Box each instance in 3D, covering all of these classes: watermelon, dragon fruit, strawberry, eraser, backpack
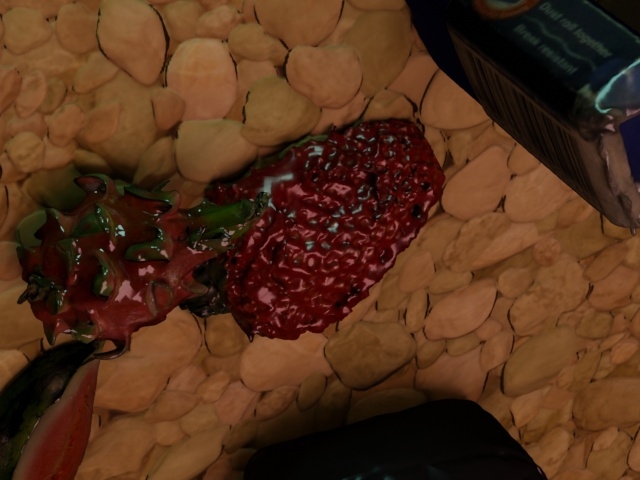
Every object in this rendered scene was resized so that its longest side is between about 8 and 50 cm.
[{"bbox_3d":[-0.264,0.199,1.780,0.119,0.063,0.245,-8,127,-43],"label":"watermelon"},{"bbox_3d":[-0.155,0.005,1.643,0.236,0.137,0.135,-35,148,-2],"label":"dragon fruit"},{"bbox_3d":[0.000,0.000,1.754,0.286,0.106,0.188,-35,135,-5],"label":"strawberry"},{"bbox_3d":[0.193,-0.146,1.607,0.101,0.332,0.155,-34,133,-7],"label":"eraser"},{"bbox_3d":[0.069,0.390,1.990,0.363,0.255,0.446,-8,112,-28],"label":"backpack"}]

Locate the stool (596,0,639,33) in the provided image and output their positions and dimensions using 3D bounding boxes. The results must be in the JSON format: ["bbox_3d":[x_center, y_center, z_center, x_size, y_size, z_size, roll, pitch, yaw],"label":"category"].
[{"bbox_3d":[0.392,-0.266,1.747,0.179,0.179,0.264,20,110,-40],"label":"stool"}]
